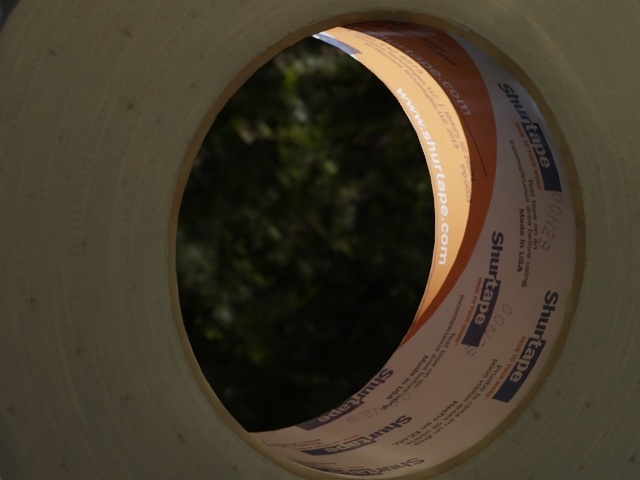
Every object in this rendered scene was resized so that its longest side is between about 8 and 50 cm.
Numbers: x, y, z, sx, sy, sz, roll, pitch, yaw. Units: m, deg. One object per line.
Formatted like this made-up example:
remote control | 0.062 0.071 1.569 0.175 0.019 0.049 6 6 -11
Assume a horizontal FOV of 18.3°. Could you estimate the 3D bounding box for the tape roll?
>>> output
tape roll | 0.000 0.000 0.504 0.219 0.219 0.072 52 161 -22
